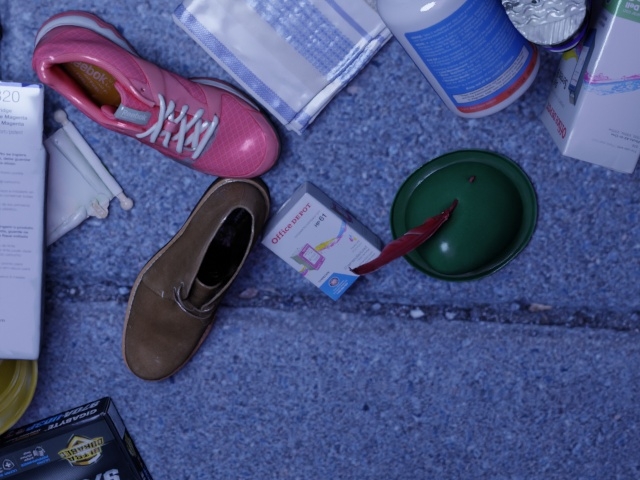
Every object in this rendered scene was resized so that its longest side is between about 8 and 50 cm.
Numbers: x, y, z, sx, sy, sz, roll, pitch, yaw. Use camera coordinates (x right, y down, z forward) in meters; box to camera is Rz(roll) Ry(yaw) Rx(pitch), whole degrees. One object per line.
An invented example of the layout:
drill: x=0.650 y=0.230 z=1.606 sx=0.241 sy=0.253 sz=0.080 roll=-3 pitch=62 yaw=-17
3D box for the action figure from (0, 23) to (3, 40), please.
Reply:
action figure: x=-0.512 y=-0.207 z=1.474 sx=0.285 sy=0.099 sz=0.185 roll=-26 pitch=124 yaw=15

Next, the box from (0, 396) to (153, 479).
box: x=-0.343 y=0.321 z=1.704 sx=0.220 sy=0.051 sz=0.175 roll=-20 pitch=110 yaw=7

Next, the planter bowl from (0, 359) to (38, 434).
planter bowl: x=-0.457 y=0.142 z=1.610 sx=0.217 sy=0.090 sz=0.217 roll=-1 pitch=106 yaw=-3

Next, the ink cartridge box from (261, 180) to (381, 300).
ink cartridge box: x=0.000 y=0.000 z=1.575 sx=0.122 sy=0.052 sz=0.088 roll=39 pitch=107 yaw=-12

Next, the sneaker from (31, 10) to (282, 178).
sneaker: x=-0.194 y=-0.144 z=1.475 sx=0.314 sy=0.136 sz=0.116 roll=26 pitch=110 yaw=-10

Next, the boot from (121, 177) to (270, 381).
boot: x=-0.162 y=0.060 z=1.568 sx=0.112 sy=0.115 sz=0.305 roll=27 pitch=111 yaw=-12

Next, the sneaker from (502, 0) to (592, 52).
sneaker: x=0.228 y=-0.338 z=1.412 sx=0.102 sy=0.146 sz=0.293 roll=-15 pitch=81 yaw=21

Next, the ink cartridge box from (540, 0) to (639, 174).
ink cartridge box: x=0.331 y=-0.200 z=1.439 sx=0.093 sy=0.154 sz=0.212 roll=13 pitch=111 yaw=-5

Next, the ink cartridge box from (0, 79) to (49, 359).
ink cartridge box: x=-0.479 y=-0.030 z=1.479 sx=0.324 sy=0.071 sz=0.330 roll=3 pitch=101 yaw=-7

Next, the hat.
hat: x=0.164 y=0.008 z=1.506 sx=0.208 sy=0.183 sz=0.173 roll=-32 pitch=108 yaw=12

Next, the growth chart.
growth chart: x=-0.369 y=-0.053 z=1.548 sx=0.237 sy=0.021 sz=0.172 roll=-30 pitch=107 yaw=-2

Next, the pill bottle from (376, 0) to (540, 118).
pill bottle: x=0.139 y=-0.248 z=1.406 sx=0.124 sy=0.124 sz=0.221 roll=-33 pitch=128 yaw=12

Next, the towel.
towel: x=-0.008 y=-0.286 z=1.474 sx=0.209 sy=0.034 sz=0.285 roll=42 pitch=104 yaw=-12
